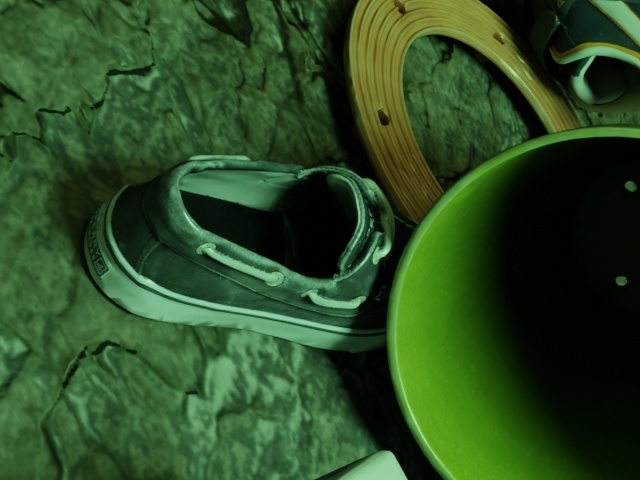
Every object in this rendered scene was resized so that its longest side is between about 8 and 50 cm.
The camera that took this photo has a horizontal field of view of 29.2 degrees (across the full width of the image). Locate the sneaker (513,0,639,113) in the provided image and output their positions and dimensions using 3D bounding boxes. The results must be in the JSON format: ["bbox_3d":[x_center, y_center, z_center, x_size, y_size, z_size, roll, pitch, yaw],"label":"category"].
[{"bbox_3d":[0.241,-0.210,1.147,0.321,0.127,0.126,41,3,40],"label":"sneaker"}]

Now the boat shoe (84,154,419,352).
[{"bbox_3d":[0.000,0.000,0.786,0.301,0.102,0.108,11,57,-43],"label":"boat shoe"}]

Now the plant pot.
[{"bbox_3d":[0.218,0.033,0.862,0.275,0.274,0.293,57,24,-2],"label":"plant pot"}]

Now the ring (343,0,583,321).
[{"bbox_3d":[0.138,-0.078,1.049,0.336,0.032,0.337,28,46,-33],"label":"ring"}]

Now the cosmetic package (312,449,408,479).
[{"bbox_3d":[-0.070,0.252,0.497,0.365,0.155,0.197,-20,80,-51],"label":"cosmetic package"}]
